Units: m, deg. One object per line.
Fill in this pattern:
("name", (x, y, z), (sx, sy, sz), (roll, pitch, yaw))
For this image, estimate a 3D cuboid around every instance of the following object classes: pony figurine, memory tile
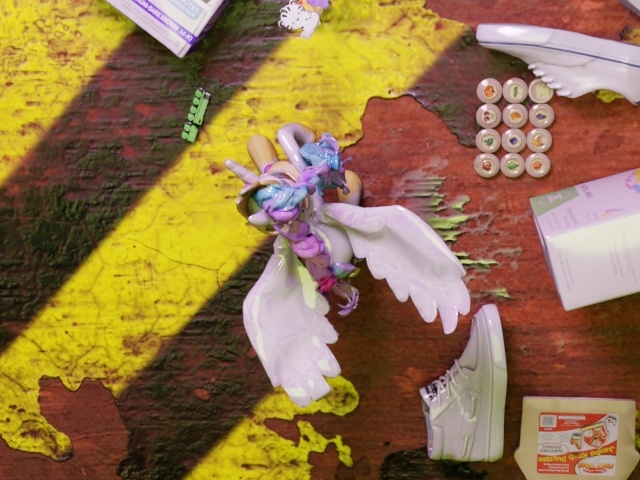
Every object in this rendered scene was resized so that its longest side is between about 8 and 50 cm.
("pony figurine", (0.000, 0.000, 1.593), (0.303, 0.363, 0.351), (-34, 101, 12))
("memory tile", (0.282, -0.163, 1.705), (0.113, 0.012, 0.148), (1, 106, 4))

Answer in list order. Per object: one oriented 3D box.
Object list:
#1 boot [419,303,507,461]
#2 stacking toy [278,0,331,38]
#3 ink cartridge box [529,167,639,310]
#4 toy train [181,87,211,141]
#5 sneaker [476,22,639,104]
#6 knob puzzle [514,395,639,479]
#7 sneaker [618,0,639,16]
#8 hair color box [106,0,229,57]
("boot", (0.213, 0.222, 1.778), (0.123, 0.095, 0.258), (-3, 107, -2))
("stacking toy", (0.016, -0.379, 1.584), (0.052, 0.167, 0.221), (28, 107, -4))
("ink cartridge box", (0.484, -0.031, 1.624), (0.353, 0.207, 0.119), (-16, 106, 8))
("toy train", (-0.184, -0.185, 1.736), (0.024, 0.017, 0.083), (18, 107, -11))
("sneaker", (0.340, -0.245, 1.633), (0.258, 0.094, 0.091), (11, 102, 1))
("knob puzzle", (0.398, 0.332, 1.829), (0.213, 0.030, 0.213), (1, 106, 4))
("sneaker", (0.468, -0.386, 1.583), (0.292, 0.108, 0.169), (31, 105, -14))
("hair color box", (-0.160, -0.442, 1.613), (0.185, 0.110, 0.339), (37, 104, -5))
